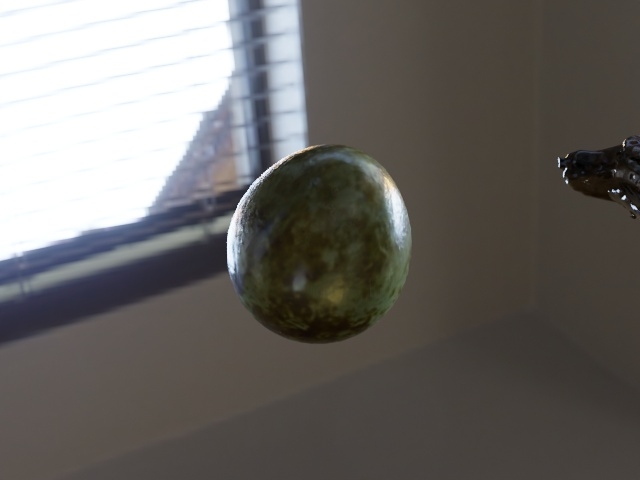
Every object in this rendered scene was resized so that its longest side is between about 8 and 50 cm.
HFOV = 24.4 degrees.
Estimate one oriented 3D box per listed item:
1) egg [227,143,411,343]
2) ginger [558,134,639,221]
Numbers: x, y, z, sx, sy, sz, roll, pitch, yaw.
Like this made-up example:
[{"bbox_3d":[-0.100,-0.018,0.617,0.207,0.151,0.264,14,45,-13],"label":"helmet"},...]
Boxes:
[{"bbox_3d":[0.000,0.000,1.903,0.238,0.289,0.238,4,-132,-5],"label":"egg"},{"bbox_3d":[0.431,-0.044,1.857,0.107,0.133,0.309,19,-155,-34],"label":"ginger"}]
